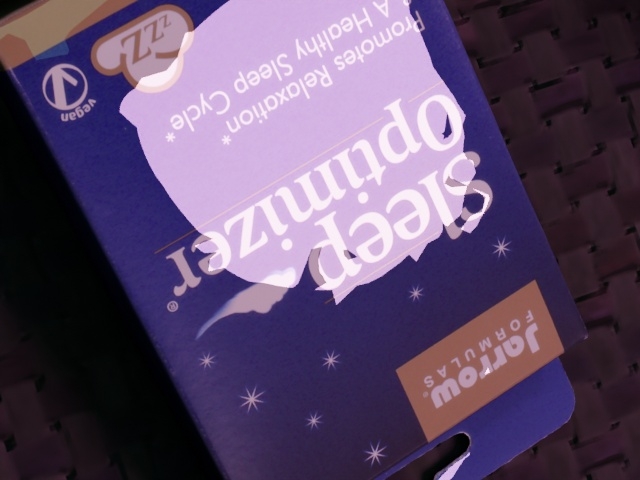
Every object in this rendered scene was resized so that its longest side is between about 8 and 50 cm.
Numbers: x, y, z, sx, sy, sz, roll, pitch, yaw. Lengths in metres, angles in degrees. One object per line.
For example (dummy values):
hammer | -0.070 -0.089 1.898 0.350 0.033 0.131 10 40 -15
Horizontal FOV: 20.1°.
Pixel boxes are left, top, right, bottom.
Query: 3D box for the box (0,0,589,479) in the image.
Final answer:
box | 0.000 0.000 0.576 0.136 0.036 0.225 -32 111 -16
